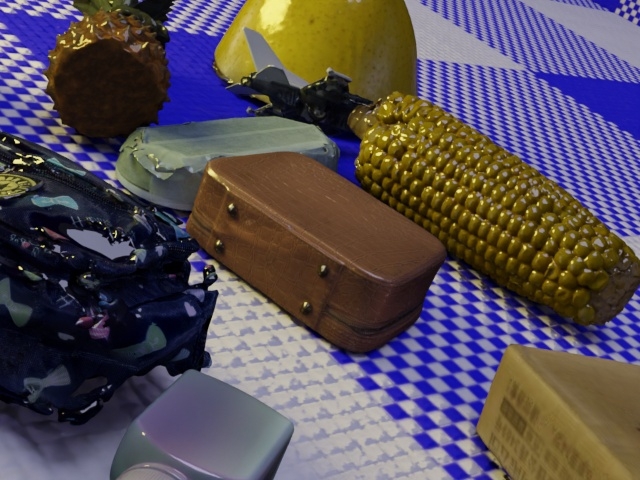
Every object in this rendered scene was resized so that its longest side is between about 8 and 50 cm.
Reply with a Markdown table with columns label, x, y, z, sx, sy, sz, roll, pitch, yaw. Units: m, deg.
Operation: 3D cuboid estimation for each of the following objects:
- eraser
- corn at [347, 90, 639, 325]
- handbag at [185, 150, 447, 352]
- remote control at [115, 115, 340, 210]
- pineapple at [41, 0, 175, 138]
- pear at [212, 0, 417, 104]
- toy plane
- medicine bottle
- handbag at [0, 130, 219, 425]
| label | x | y | z | sx | sy | sz | roll | pitch | yaw |
| --- | --- | --- | --- | --- | --- | --- | --- | --- | --- |
| eraser | 0.222 | 0.171 | 0.598 | 0.144 | 0.078 | 0.343 | 11 | 16 | -19 |
| corn | 0.155 | -0.036 | 0.979 | 0.322 | 0.119 | 0.119 | 34 | 27 | 23 |
| handbag | 0.000 | 0.000 | 0.837 | 0.193 | 0.072 | 0.151 | 31 | 27 | 23 |
| remote control | -0.077 | -0.074 | 0.946 | 0.104 | 0.052 | 0.247 | 33 | 28 | 30 |
| pineapple | -0.194 | -0.199 | 0.998 | 0.119 | 0.130 | 0.277 | 11 | 26 | -13 |
| pear | 0.021 | -0.243 | 1.219 | 0.266 | 0.178 | 0.267 | 18 | 30 | -11 |
| toy plane | 0.004 | -0.135 | 1.085 | 0.234 | 0.082 | 0.160 | 27 | -23 | -28 |
| medicine bottle | -0.070 | 0.125 | 0.547 | 0.074 | 0.055 | 0.118 | 27 | 24 | 9 |
| handbag | -0.188 | 0.006 | 0.624 | 0.260 | 0.113 | 0.162 | 23 | 17 | 20 |
